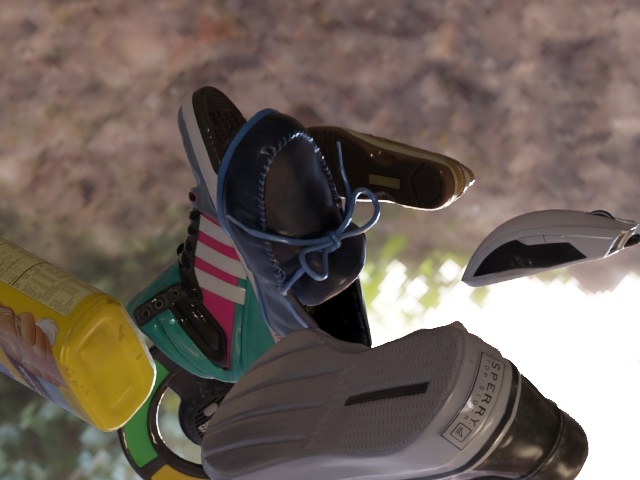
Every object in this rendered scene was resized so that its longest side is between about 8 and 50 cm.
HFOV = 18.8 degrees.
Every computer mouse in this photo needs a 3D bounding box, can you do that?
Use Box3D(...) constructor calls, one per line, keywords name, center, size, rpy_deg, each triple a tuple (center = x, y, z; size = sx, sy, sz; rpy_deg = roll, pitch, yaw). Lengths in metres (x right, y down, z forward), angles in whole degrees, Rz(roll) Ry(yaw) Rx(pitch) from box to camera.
Box3D(name="computer mouse", center=(0.187, -0.007, 1.371), size=(0.106, 0.193, 0.042), rpy_deg=(-28, 103, -72))

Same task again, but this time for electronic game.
Box3D(name="electronic game", center=(-0.112, 0.191, 2.144), size=(0.229, 0.229, 0.048), rpy_deg=(46, 8, -27))

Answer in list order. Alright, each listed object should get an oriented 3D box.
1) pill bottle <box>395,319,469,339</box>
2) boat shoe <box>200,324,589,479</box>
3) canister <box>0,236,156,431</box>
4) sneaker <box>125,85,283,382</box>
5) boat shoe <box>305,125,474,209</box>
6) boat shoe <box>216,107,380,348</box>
Box3D(name="pill bottle", center=(0.102, 0.154, 2.227), size=(0.087, 0.160, 0.087), rpy_deg=(61, -9, 18))
Box3D(name="boat shoe", center=(0.035, 0.129, 1.184), size=(0.119, 0.121, 0.335), rpy_deg=(37, -18, -20))
Box3D(name="canister", center=(-0.209, 0.058, 1.395), size=(0.170, 0.073, 0.126), rpy_deg=(25, -27, 33))
Box3D(name="sneaker", center=(-0.119, 0.012, 1.898), size=(0.124, 0.178, 0.295), rpy_deg=(-20, 89, -66))
Box3D(name="boat shoe", center=(0.062, -0.071, 1.887), size=(0.190, 0.068, 0.072), rpy_deg=(20, 24, 32))
Box3D(name="boat shoe", center=(0.000, 0.000, 1.380), size=(0.089, 0.109, 0.258), rpy_deg=(34, -16, 28))
